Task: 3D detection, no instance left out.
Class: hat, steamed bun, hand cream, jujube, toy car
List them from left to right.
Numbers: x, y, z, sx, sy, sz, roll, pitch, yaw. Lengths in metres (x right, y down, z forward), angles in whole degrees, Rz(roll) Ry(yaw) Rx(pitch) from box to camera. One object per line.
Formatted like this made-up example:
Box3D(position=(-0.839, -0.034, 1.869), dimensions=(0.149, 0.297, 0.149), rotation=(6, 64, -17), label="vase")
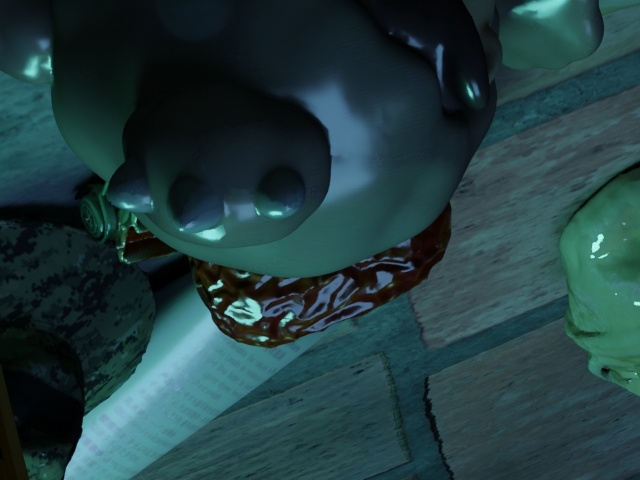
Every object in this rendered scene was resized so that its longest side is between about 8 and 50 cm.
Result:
Box3D(position=(-0.220, 0.110, 1.131), dimensions=(0.265, 0.128, 0.266), rotation=(-12, 136, -12), label="hat")
Box3D(position=(-0.141, 0.109, 1.326), dimensions=(0.358, 0.118, 0.185), rotation=(-33, 151, 6), label="hand cream")
Box3D(position=(-0.096, -0.041, 1.079), dimensions=(0.073, 0.054, 0.143), rotation=(-12, 156, -28), label="toy car")
Box3D(position=(0.000, 0.000, 1.180), dimensions=(0.176, 0.109, 0.112), rotation=(-20, 126, -9), label="jujube")
Box3D(position=(0.349, 0.047, 1.504), dimensions=(0.268, 0.207, 0.280), rotation=(-21, 156, -4), label="steamed bun")

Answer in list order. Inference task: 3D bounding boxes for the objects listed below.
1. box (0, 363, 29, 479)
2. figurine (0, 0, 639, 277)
Box3D(position=(-0.216, -0.008, 0.748), dimensions=(0.076, 0.274, 0.174), rotation=(-23, 158, 11), label="box")
Box3D(position=(0.024, -0.113, 0.858), dimensions=(0.380, 0.248, 0.203), rotation=(-23, 141, -32), label="figurine")
